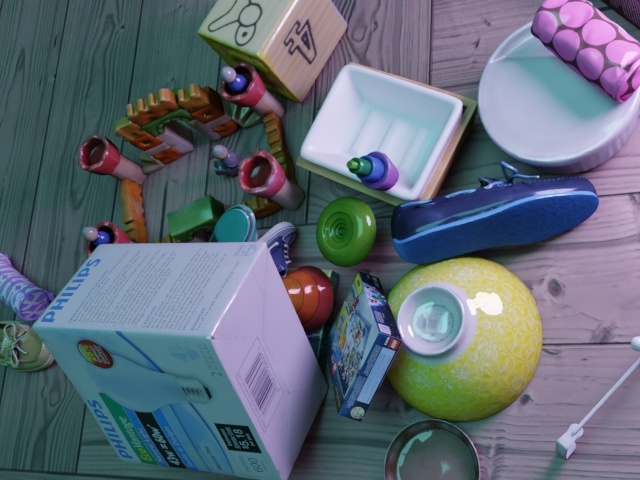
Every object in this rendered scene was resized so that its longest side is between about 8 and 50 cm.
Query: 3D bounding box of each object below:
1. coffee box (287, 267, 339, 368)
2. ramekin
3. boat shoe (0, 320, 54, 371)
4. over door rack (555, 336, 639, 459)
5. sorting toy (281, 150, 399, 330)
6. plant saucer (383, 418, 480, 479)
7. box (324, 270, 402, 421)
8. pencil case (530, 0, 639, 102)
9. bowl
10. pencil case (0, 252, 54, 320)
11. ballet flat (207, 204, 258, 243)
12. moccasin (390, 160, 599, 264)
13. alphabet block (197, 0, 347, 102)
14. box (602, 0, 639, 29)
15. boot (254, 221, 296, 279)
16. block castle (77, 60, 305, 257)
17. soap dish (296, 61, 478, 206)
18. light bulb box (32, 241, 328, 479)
[{"bbox_3d":[-0.033,0.143,1.594,0.113,0.040,0.184,3,75,29],"label":"coffee box"},{"bbox_3d":[0.413,-0.238,1.437,0.272,0.127,0.273,-9,70,25],"label":"ramekin"},{"bbox_3d":[-0.710,0.230,1.893,0.285,0.089,0.105,2,74,28],"label":"boat shoe"},{"bbox_3d":[0.527,0.258,1.223,0.239,0.108,0.324,41,95,32],"label":"over door rack"},{"bbox_3d":[0.000,0.000,1.476,0.127,0.126,0.365,43,112,34],"label":"sorting toy"},{"bbox_3d":[0.187,0.382,1.406,0.168,0.029,0.168,-8,70,25],"label":"plant saucer"},{"bbox_3d":[0.066,0.171,1.423,0.233,0.044,0.159,-103,35,-67],"label":"box"},{"bbox_3d":[0.429,-0.310,1.328,0.098,0.095,0.209,-35,61,-6],"label":"pencil case"},{"bbox_3d":[0.206,0.146,1.401,0.289,0.156,0.289,-9,69,25],"label":"bowl"},{"bbox_3d":[-0.700,0.102,1.937,0.206,0.086,0.088,31,55,30],"label":"pencil case"},{"bbox_3d":[-0.171,0.007,1.647,0.083,0.087,0.247,56,133,18],"label":"ballet flat"},{"bbox_3d":[0.282,-0.063,1.406,0.342,0.138,0.117,-10,50,-1],"label":"moccasin"},{"bbox_3d":[-0.094,-0.431,1.725,0.192,0.193,0.197,29,85,34],"label":"alphabet block"},{"bbox_3d":[0.572,-0.475,1.429,0.191,0.143,0.381,-42,58,9],"label":"box"},{"bbox_3d":[-0.084,0.033,1.601,0.086,0.190,0.069,33,131,19],"label":"boot"},{"bbox_3d":[-0.280,-0.148,1.722,0.453,0.213,0.303,-22,64,20],"label":"block castle"},{"bbox_3d":[0.126,-0.188,1.577,0.291,0.118,0.229,25,86,32],"label":"soap dish"},{"bbox_3d":[-0.229,0.204,1.465,0.361,0.358,0.225,-1,38,28],"label":"light bulb box"}]
